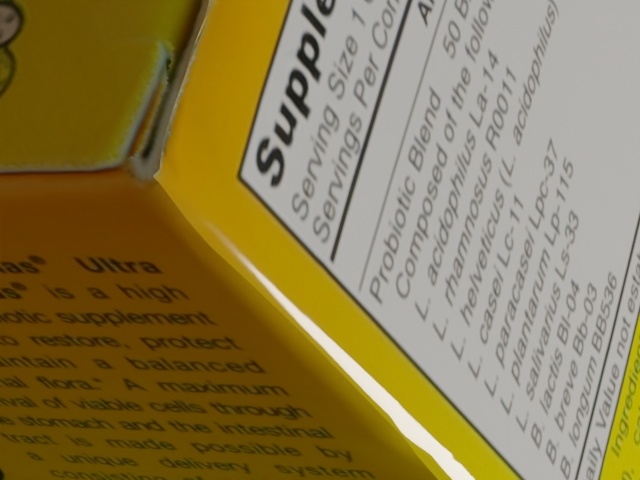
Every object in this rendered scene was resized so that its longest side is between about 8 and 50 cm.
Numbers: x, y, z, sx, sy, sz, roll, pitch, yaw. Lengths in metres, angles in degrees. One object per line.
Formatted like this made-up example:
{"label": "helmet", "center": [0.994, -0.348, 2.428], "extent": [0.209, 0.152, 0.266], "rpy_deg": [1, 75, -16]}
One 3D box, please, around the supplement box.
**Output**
{"label": "supplement box", "center": [0.000, 0.000, 0.518], "extent": [0.356, 0.195, 0.194], "rpy_deg": [48, 51, -45]}
